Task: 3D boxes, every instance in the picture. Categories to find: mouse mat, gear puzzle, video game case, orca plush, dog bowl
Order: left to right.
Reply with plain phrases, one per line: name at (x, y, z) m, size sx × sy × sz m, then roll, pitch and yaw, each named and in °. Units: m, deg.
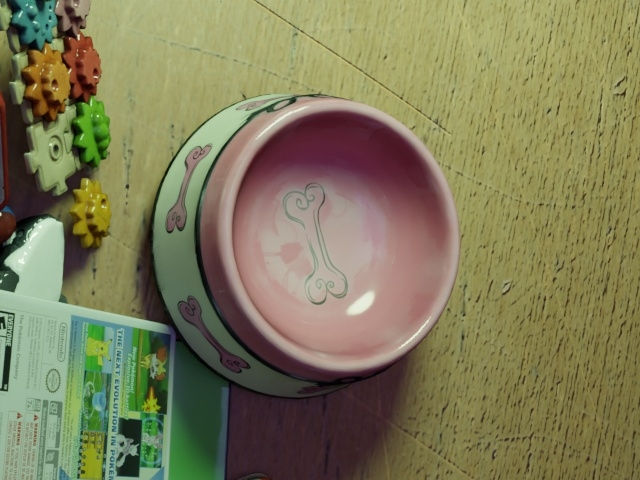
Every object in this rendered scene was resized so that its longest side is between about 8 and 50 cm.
orca plush at (-0.379, 0.109, 1.195) m, size 0.151 × 0.102 × 0.287 m, roll -7°, pitch 102°, yaw -68°
video game case at (-0.285, 0.236, 1.132) m, size 0.300 × 0.036 × 0.329 m, roll 19°, pitch 66°, yaw -49°
gear puzzle at (-0.285, -0.145, 1.177) m, size 0.044 × 0.175 × 0.339 m, roll 1°, pitch 112°, yaw 16°
mouse mat at (-0.187, 0.218, 1.287) m, size 0.152 × 0.007 × 0.190 m, roll 7°, pitch 77°, yaw -23°
dog bowl at (0.000, 0.000, 1.295) m, size 0.408 × 0.150 × 0.408 m, roll 3°, pitch 84°, yaw -28°

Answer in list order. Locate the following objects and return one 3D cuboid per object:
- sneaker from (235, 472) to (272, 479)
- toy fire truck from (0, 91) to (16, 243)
sneaker at (-0.120, 0.343, 1.280) m, size 0.161 × 0.075 × 0.057 m, roll -21°, pitch 95°, yaw -23°
toy fire truck at (-0.446, -0.031, 1.058) m, size 0.254 × 0.302 × 0.169 m, roll -13°, pitch 53°, yaw -23°
